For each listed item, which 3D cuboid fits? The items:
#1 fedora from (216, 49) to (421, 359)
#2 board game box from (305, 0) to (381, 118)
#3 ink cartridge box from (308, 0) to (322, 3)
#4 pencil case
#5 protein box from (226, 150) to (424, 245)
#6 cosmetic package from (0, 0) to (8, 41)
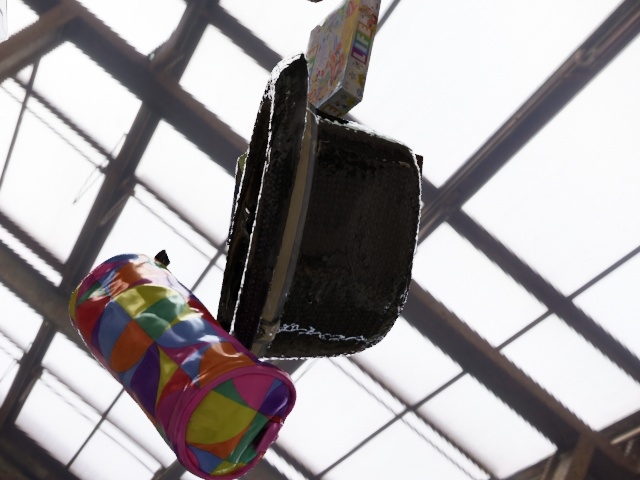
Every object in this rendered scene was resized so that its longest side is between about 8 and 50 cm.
[{"bbox_3d":[0.000,0.000,0.824,0.153,0.334,0.334,10,-126,-10],"label":"fedora"},{"bbox_3d":[0.014,-0.181,0.913,0.026,0.103,0.154,27,-126,-23],"label":"board game box"},{"bbox_3d":[-0.001,-0.400,0.817,0.117,0.207,0.283,11,-120,-33],"label":"ink cartridge box"},{"bbox_3d":[-0.112,0.088,0.693,0.104,0.104,0.236,-3,-158,-32],"label":"pencil case"},{"bbox_3d":[0.003,-0.053,1.235,0.201,0.200,0.136,11,-104,-23],"label":"protein box"},{"bbox_3d":[-0.470,-0.425,1.061,0.156,0.385,0.217,3,-166,-9],"label":"cosmetic package"}]
